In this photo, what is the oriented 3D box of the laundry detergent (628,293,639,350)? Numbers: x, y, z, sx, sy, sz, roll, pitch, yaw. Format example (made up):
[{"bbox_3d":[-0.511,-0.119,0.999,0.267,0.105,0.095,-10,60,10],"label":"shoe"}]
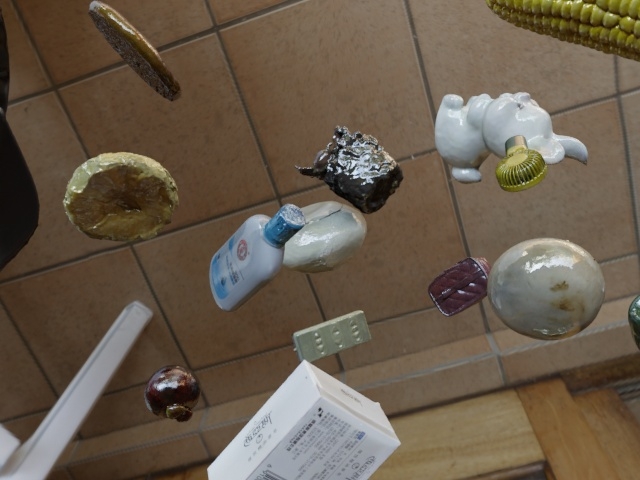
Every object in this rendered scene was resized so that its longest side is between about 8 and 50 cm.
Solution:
[{"bbox_3d":[0.447,0.117,0.685,0.137,0.063,0.211,-25,131,33],"label":"laundry detergent"}]

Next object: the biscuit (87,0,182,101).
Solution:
[{"bbox_3d":[-0.317,-0.326,1.028,0.036,0.212,0.212,-46,106,-9],"label":"biscuit"}]

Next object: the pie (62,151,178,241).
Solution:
[{"bbox_3d":[-0.593,-0.121,1.781,0.339,0.083,0.340,-8,133,-9],"label":"pie"}]

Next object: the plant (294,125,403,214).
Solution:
[{"bbox_3d":[0.093,-0.189,1.571,0.234,0.178,0.204,40,91,26],"label":"plant"}]

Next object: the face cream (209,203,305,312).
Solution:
[{"bbox_3d":[-0.147,0.030,1.346,0.080,0.163,0.336,6,148,-36],"label":"face cream"}]

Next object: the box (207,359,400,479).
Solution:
[{"bbox_3d":[-0.031,0.376,1.038,0.203,0.116,0.274,37,98,-28],"label":"box"}]

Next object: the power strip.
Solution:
[{"bbox_3d":[0.032,0.310,1.905,0.256,0.070,0.105,-17,87,-19],"label":"power strip"}]

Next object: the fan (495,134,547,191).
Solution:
[{"bbox_3d":[0.341,-0.141,1.031,0.082,0.155,0.039,-21,118,24],"label":"fan"}]

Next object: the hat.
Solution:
[{"bbox_3d":[-0.447,-0.094,0.641,0.208,0.238,0.337,2,119,-9],"label":"hat"}]

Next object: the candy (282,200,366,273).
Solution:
[{"bbox_3d":[0.000,0.000,1.651,0.295,0.295,0.185,-13,108,7],"label":"candy"}]

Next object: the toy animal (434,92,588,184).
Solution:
[{"bbox_3d":[0.475,-0.254,1.520,0.196,0.367,0.242,-15,109,-40],"label":"toy animal"}]

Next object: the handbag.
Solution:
[{"bbox_3d":[0.480,0.153,2.003,0.225,0.135,0.147,-37,74,26],"label":"handbag"}]

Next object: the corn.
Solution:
[{"bbox_3d":[0.258,-0.204,0.502,0.244,0.093,0.094,30,116,28],"label":"corn"}]

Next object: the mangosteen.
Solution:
[{"bbox_3d":[-0.384,0.406,1.564,0.152,0.152,0.153,1,113,1],"label":"mangosteen"}]

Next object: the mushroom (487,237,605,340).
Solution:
[{"bbox_3d":[0.420,0.075,1.124,0.207,0.215,0.208,6,120,11],"label":"mushroom"}]
